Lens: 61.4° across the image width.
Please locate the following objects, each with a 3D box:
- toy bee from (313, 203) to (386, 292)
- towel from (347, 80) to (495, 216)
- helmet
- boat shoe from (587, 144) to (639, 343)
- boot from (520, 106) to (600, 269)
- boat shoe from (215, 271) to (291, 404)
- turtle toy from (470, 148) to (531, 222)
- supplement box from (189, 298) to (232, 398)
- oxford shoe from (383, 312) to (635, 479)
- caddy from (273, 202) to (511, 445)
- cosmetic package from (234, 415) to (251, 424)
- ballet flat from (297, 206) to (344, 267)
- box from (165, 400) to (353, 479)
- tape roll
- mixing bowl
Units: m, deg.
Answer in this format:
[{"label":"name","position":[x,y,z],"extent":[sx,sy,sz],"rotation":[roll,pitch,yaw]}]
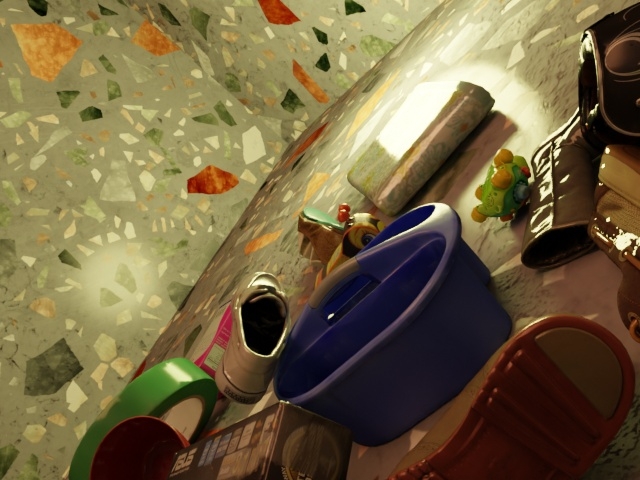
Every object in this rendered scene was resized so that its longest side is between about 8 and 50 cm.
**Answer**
[{"label":"toy bee","position":[0.069,0.015,0.962],"extent":[0.298,0.162,0.195],"rotation":[-50,14,4]},{"label":"towel","position":[0.211,-0.220,1.252],"extent":[0.321,0.090,0.374],"rotation":[-52,15,7]},{"label":"helmet","position":[0.353,-0.157,0.535],"extent":[0.161,0.170,0.169],"rotation":[-5,35,18]},{"label":"boat shoe","position":[0.296,0.037,0.409],"extent":[0.342,0.123,0.123],"rotation":[-93,14,-60]},{"label":"boot","position":[0.318,-0.083,0.648],"extent":[0.190,0.076,0.209],"rotation":[-56,1,44]},{"label":"boat shoe","position":[-0.084,0.106,0.758],"extent":[0.088,0.096,0.268],"rotation":[-61,6,24]},{"label":"turtle toy","position":[0.271,-0.081,0.785],"extent":[0.095,0.066,0.130],"rotation":[107,-174,-49]},{"label":"supplement box","position":[-0.229,0.261,1.322],"extent":[0.111,0.114,0.220],"rotation":[-33,22,45]},{"label":"oxford shoe","position":[0.137,0.212,0.476],"extent":[0.348,0.123,0.130],"rotation":[-52,-17,12]},{"label":"caddy","position":[0.075,0.101,0.712],"extent":[0.341,0.179,0.241],"rotation":[-45,16,21]},{"label":"cosmetic package","position":[-0.143,0.375,0.948],"extent":[0.060,0.041,0.115],"rotation":[-36,21,41]},{"label":"ballet flat","position":[0.000,0.000,1.334],"extent":[0.124,0.116,0.342],"rotation":[-69,18,6]},{"label":"box","position":[-0.124,0.375,0.581],"extent":[0.395,0.097,0.319],"rotation":[-41,24,51]},{"label":"tape roll","position":[-0.346,0.393,1.092],"extent":[0.321,0.077,0.321],"rotation":[-48,-21,-26]},{"label":"mixing bowl","position":[-0.279,0.388,0.906],"extent":[0.181,0.181,0.098],"rotation":[-51,-21,-3]}]
